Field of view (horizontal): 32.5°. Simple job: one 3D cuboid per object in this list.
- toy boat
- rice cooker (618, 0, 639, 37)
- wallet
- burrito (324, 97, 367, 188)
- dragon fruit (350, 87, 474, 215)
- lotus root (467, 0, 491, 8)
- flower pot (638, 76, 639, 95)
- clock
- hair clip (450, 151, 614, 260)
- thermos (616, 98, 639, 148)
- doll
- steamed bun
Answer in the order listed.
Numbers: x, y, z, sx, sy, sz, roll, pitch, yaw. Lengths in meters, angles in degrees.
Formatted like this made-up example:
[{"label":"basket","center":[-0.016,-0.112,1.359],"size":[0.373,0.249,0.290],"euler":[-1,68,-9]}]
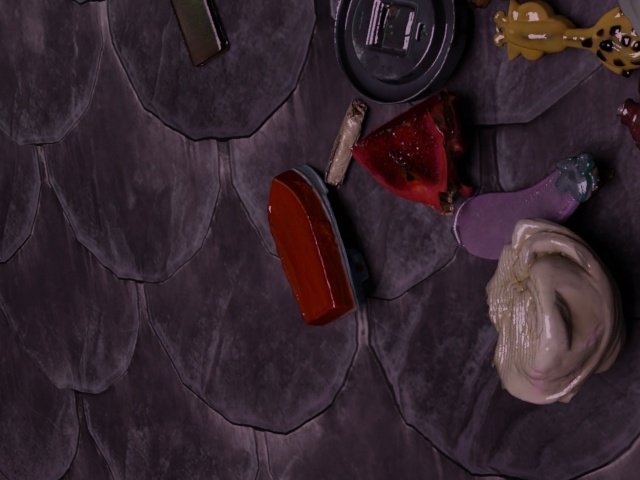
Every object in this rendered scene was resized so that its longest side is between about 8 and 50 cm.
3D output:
[{"label":"toy boat","center":[0.000,0.000,2.192],"size":[0.145,0.133,0.332],"euler":[-35,68,46]},{"label":"rice cooker","center":[0.570,-0.367,1.479],"size":[0.288,0.277,0.288],"euler":[13,111,36]},{"label":"wallet","center":[-0.266,-0.478,2.333],"size":[0.110,0.031,0.198],"euler":[-20,89,42]},{"label":"burrito","center":[0.049,-0.187,2.144],"size":[0.045,0.041,0.185],"euler":[16,120,-9]},{"label":"dragon fruit","center":[0.200,-0.150,1.977],"size":[0.262,0.134,0.211],"euler":[-12,107,58]},{"label":"lotus root","center":[0.321,-0.484,1.732],"size":[0.146,0.160,0.284],"euler":[49,121,17]},{"label":"flower pot","center":[0.523,-0.253,1.637],"size":[0.111,0.089,0.111],"euler":[2,126,3]},{"label":"clock","center":[0.143,-0.382,1.963],"size":[0.280,0.055,0.281],"euler":[2,94,42]},{"label":"hair clip","center":[0.354,-0.049,1.893],"size":[0.110,0.095,0.358],"euler":[51,136,-11]},{"label":"thermos","center":[0.558,-0.153,1.679],"size":[0.232,0.099,0.124],"euler":[31,159,32]},{"label":"doll","center":[0.411,-0.326,1.757],"size":[0.291,0.086,0.117],"euler":[13,115,35]},{"label":"steamed bun","center":[0.407,0.121,1.807],"size":[0.280,0.207,0.268],"euler":[104,163,-52]}]
